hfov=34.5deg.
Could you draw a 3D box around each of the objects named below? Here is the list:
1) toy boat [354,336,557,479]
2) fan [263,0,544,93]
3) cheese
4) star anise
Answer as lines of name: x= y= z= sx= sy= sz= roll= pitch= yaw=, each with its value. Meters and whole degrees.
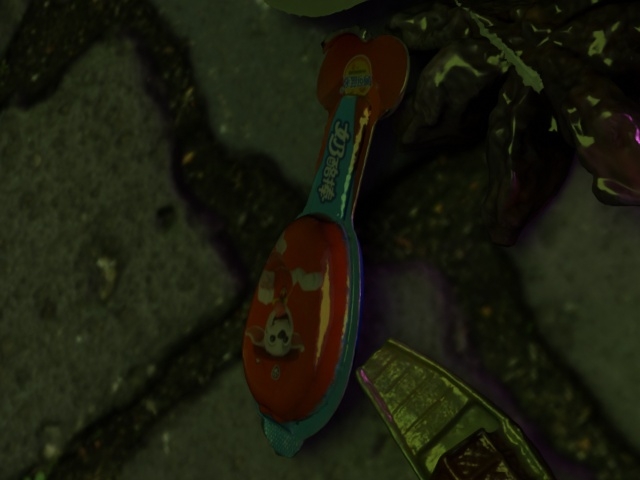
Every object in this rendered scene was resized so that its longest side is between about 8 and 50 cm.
toy boat: x=0.083 y=0.123 z=0.535 sx=0.065 sy=0.066 sz=0.172 roll=-47 pitch=61 yaw=16
fan: x=0.053 y=-0.168 z=0.597 sx=0.182 sy=0.010 sz=0.310 roll=-41 pitch=45 yaw=15
cheese: x=0.000 y=0.000 z=0.601 sx=0.106 sy=0.037 sz=0.256 roll=16 pitch=95 yaw=53
star anise: x=0.130 y=-0.090 z=0.550 sx=0.212 sy=0.073 sz=0.197 roll=-34 pitch=63 yaw=22
